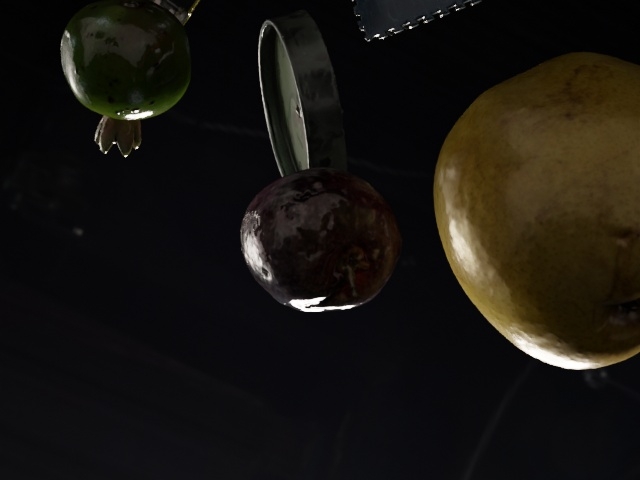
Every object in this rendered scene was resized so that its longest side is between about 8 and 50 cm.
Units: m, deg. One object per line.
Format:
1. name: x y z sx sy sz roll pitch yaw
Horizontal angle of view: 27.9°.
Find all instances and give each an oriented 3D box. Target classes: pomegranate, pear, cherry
1. pomegranate: -0.272 -0.226 1.797 0.187 0.187 0.225 -84 -177 -56
2. pear: 0.267 -0.034 1.313 0.314 0.314 0.314 -59 -167 24
3. cherry: -0.007 -0.002 1.538 0.195 0.195 0.195 -59 -167 24

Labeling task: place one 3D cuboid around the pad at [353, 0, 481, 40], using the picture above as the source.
1. pad: 0.139 -0.405 1.580 0.269 0.269 0.012 -20 169 15

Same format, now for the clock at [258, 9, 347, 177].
1. clock: -0.031 -0.210 2.078 0.319 0.066 0.318 169 -90 -78

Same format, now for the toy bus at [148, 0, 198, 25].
1. toy bus: -0.257 -0.313 1.920 0.226 0.081 0.074 -54 -171 14
